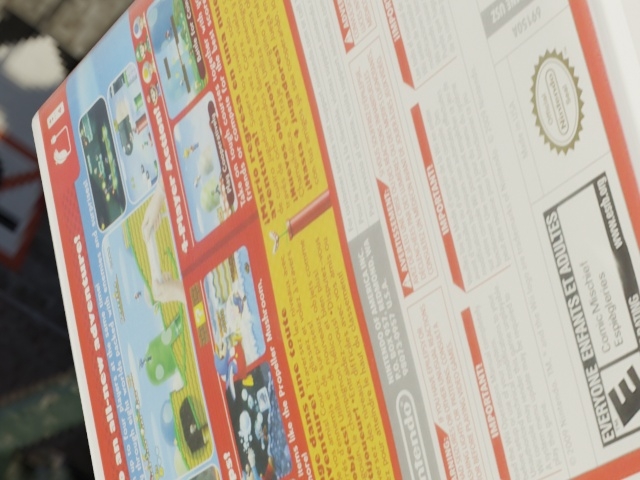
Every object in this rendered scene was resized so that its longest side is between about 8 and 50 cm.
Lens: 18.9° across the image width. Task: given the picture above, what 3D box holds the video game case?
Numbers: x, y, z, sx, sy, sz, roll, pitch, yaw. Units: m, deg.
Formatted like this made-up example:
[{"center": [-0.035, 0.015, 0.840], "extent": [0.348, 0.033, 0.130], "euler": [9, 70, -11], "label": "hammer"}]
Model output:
[{"center": [0.000, 0.000, 0.510], "extent": [0.285, 0.025, 0.204], "euler": [-37, 61, 53], "label": "video game case"}]
